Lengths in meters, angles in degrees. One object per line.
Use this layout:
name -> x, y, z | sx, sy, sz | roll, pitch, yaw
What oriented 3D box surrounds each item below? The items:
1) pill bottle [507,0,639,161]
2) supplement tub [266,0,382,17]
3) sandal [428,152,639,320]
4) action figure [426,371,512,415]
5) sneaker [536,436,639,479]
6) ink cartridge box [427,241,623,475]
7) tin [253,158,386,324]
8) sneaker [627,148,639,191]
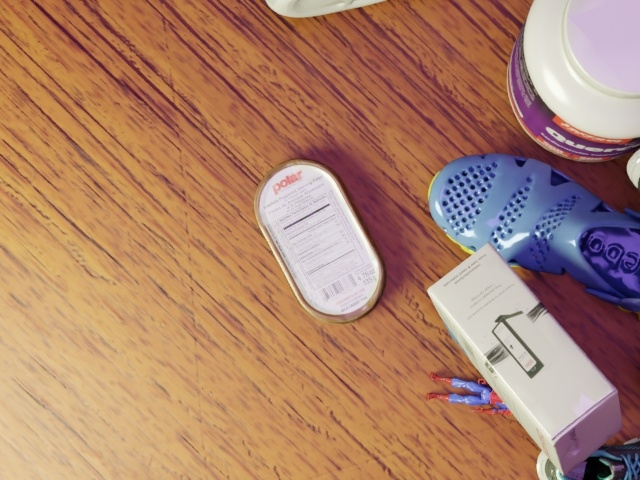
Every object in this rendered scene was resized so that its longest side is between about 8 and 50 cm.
pill bottle -> 0.283, -0.180, 1.496 | 0.181, 0.323, 0.182 | 0, 87, 3
supplement tub -> 0.002, -0.419, 1.579 | 0.207, 0.207, 0.338 | -16, 86, 2
sandal -> 0.264, -0.007, 1.583 | 0.317, 0.138, 0.126 | 19, 90, 5
action figure -> 0.173, 0.166, 1.633 | 0.115, 0.030, 0.038 | 9, 83, 1
sneaker -> 0.313, 0.240, 1.597 | 0.166, 0.076, 0.065 | -6, 88, 2
ink cartridge box -> 0.210, 0.122, 1.541 | 0.086, 0.148, 0.203 | -37, 65, -3
tin -> 0.000, 0.000, 1.645 | 0.106, 0.040, 0.190 | -28, 86, -3
sneaker -> 0.429, -0.016, 1.531 | 0.268, 0.101, 0.153 | 8, 55, -33
